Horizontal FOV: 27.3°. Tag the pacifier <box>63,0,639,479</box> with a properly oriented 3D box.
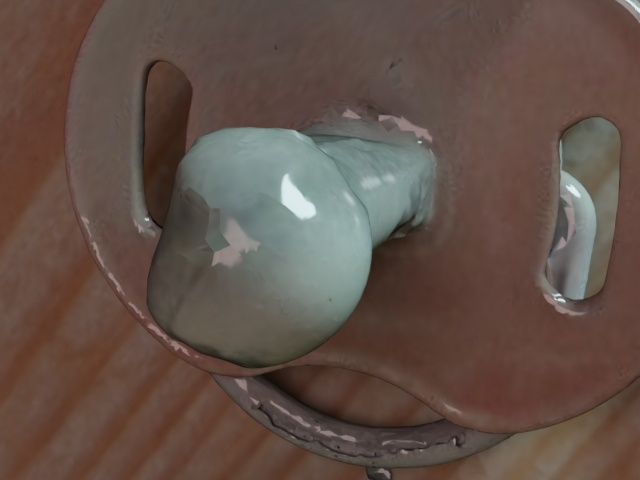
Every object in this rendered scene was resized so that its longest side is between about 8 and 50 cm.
[{"bbox_3d":[0.012,-0.023,0.613,0.332,0.273,0.220,10,72,19],"label":"pacifier"}]
